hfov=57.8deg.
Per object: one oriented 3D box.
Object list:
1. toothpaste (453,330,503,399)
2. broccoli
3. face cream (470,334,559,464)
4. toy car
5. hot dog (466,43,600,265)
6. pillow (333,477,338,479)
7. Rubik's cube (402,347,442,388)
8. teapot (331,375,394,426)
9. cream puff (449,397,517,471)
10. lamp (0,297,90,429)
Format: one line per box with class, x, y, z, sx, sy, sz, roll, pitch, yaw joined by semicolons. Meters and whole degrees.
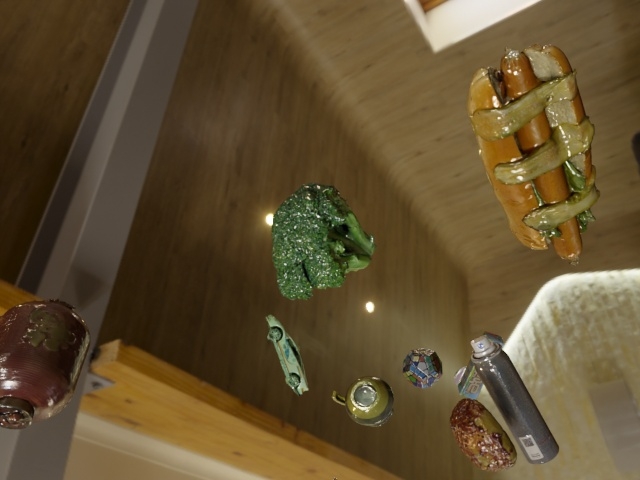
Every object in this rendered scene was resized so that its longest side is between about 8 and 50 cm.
toothpaste;0.429;0.341;1.593;0.070;0.193;0.044;17;-159;-3
broccoli;0.000;0.000;1.330;0.246;0.265;0.294;26;-137;-5
face cream;0.389;0.319;1.181;0.283;0.073;0.073;60;-154;-5
toy car;-0.070;0.245;1.259;0.093;0.058;0.186;116;132;-78
hot dog;0.227;-0.080;0.597;0.269;0.109;0.072;59;-171;-32
pillow;0.100;0.839;1.769;0.050;0.230;0.148;35;-109;-43
Rubik's cube;0.276;0.345;1.569;0.093;0.111;0.111;23;-140;-9
teapot;0.116;0.426;1.534;0.119;0.166;0.130;61;-142;-51
cream puff;0.302;0.373;1.098;0.149;0.084;0.149;53;177;4
lamp;-0.523;0.217;1.043;0.180;0.180;0.258;51;-156;-34
